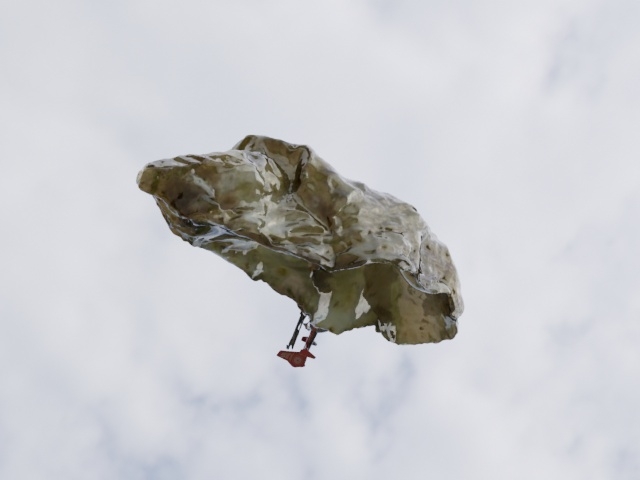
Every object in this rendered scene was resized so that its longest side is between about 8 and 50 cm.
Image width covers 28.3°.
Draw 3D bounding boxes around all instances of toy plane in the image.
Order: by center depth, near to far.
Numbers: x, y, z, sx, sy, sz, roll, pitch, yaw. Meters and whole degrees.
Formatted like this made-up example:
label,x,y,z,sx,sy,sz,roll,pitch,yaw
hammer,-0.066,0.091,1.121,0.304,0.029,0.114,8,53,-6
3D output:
label,x,y,z,sx,sy,sz,roll,pitch,yaw
toy plane,-0.001,0.093,1.502,0.060,0.037,0.145,23,-68,-8

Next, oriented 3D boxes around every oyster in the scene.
label,x,y,z,sx,sy,sz,roll,pitch,yaw
oyster,0.000,-0.003,1.038,0.341,0.110,0.166,26,-25,-24
